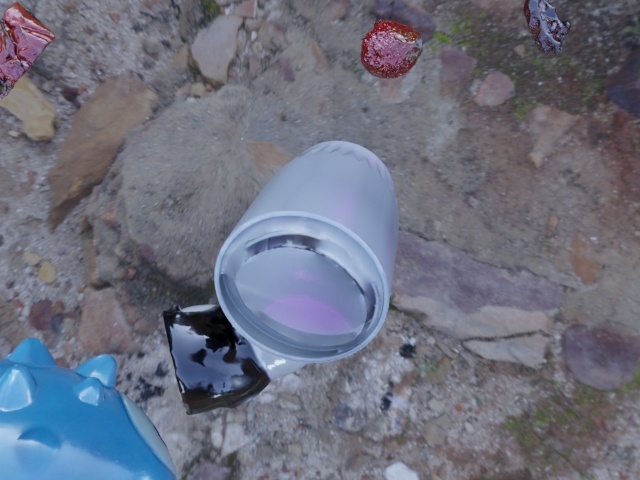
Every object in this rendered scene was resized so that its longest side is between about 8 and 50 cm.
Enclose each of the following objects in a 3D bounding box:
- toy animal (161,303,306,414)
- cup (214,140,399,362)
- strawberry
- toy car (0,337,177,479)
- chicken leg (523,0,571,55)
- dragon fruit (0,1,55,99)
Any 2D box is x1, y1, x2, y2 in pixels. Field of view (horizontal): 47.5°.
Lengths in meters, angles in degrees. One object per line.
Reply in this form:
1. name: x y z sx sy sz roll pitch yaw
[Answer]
1. toy animal: -0.148 0.200 1.467 0.310 0.251 0.251 -15 99 -11
2. cup: 0.000 0.000 1.164 0.253 0.371 0.253 5 118 10
3. strawberry: 0.117 -0.313 1.190 0.106 0.106 0.106 -1 98 -6
4. toy car: -0.246 0.186 0.641 0.255 0.188 0.190 17 80 -21
5. chicken leg: 0.498 -0.514 1.618 0.089 0.048 0.219 -18 84 21
6. dragon fruit: -0.577 -0.334 1.321 0.092 0.122 0.192 40 96 -25
